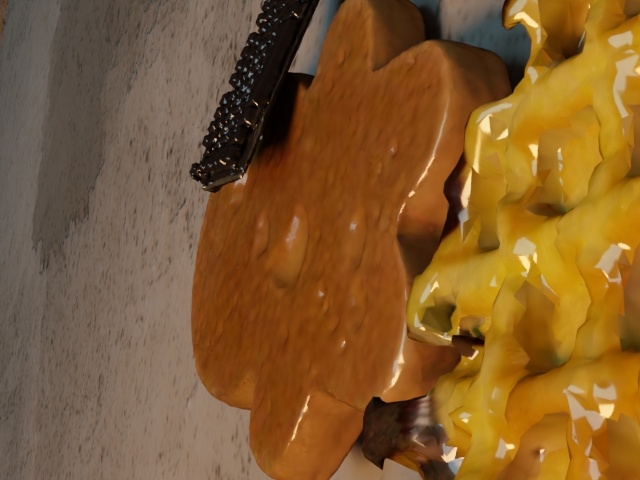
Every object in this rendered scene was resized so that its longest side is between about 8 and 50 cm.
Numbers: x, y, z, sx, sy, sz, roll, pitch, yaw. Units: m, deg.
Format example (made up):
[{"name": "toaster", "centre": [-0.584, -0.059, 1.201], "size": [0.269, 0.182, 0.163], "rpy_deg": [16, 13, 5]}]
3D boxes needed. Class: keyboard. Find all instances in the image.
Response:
[{"name": "keyboard", "centre": [-0.021, -0.138, 0.780], "size": [0.072, 0.023, 0.231], "rpy_deg": [-14, 51, 67]}]

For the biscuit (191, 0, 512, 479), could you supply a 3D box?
[{"name": "biscuit", "centre": [0.002, 0.000, 0.723], "size": [0.355, 0.052, 0.275], "rpy_deg": [167, 114, -67]}]

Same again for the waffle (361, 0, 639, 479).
[{"name": "waffle", "centre": [0.134, 0.011, 0.362], "size": [0.382, 0.095, 0.379], "rpy_deg": [-110, 37, -54]}]
